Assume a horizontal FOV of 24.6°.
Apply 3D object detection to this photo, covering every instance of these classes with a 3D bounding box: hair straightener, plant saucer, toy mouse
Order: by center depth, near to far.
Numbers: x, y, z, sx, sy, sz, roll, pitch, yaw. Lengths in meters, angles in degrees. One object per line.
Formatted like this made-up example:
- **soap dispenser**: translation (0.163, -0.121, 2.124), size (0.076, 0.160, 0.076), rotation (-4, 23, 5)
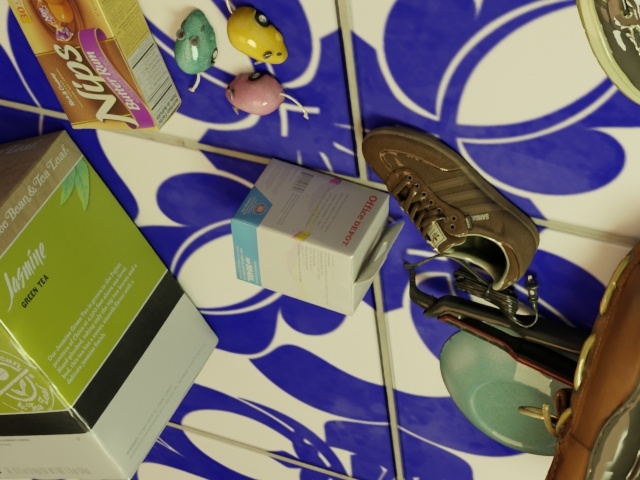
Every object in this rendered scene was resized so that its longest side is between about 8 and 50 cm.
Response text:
- **toy mouse**: translation (-0.087, -0.155, 1.340), size (0.143, 0.031, 0.161), rotation (-22, 118, 46)
- **hair straightener**: translation (0.183, 0.063, 1.401), size (0.230, 0.047, 0.089), rotation (27, 120, 15)
- **plant saucer**: translation (0.205, 0.165, 1.488), size (0.195, 0.037, 0.195), rotation (19, 140, 17)

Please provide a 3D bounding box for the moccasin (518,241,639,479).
- **moccasin**: translation (0.265, 0.170, 1.321), size (0.139, 0.147, 0.380), rotation (-3, 122, -13)

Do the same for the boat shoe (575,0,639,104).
- **boat shoe**: translation (0.225, -0.194, 1.053), size (0.073, 0.080, 0.223), rotation (-3, 126, 43)

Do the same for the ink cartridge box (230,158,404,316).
- **ink cartridge box**: translation (0.000, 0.000, 1.401), size (0.143, 0.092, 0.090), rotation (19, 140, 17)

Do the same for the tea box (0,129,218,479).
- **tea box**: translation (-0.354, 0.083, 1.626), size (0.329, 0.220, 0.323), rotation (-8, 126, 39)

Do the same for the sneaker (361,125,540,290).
- **sneaker**: translation (0.111, -0.030, 1.312), size (0.188, 0.071, 0.066), rotation (34, 142, -3)

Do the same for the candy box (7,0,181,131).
- **candy box**: translation (-0.216, -0.189, 1.374), size (0.109, 0.053, 0.186), rotation (5, 133, 30)
